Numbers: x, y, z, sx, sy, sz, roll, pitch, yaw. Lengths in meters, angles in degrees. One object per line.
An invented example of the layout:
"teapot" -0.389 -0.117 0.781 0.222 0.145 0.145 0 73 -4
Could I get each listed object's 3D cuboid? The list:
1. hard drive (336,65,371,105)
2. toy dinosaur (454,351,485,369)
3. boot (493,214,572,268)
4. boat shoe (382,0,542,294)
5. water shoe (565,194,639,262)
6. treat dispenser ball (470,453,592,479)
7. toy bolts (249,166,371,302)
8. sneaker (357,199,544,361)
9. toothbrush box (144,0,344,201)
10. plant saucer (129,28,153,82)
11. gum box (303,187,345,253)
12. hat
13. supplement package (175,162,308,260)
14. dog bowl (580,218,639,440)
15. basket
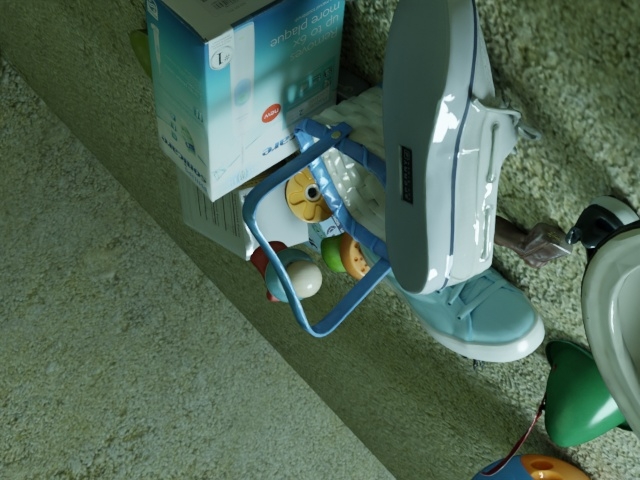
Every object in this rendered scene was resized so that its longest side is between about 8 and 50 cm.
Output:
"hard drive" 0.007 -0.194 1.671 0.254 0.054 0.172 31 157 47
"toy dinosaur" 0.228 0.132 1.862 0.118 0.064 0.268 42 162 48
"boot" 0.258 -0.009 1.455 0.106 0.037 0.114 35 168 0
"boat shoe" 0.166 -0.119 1.274 0.136 0.156 0.367 35 131 55
"water shoe" 0.337 0.044 1.282 0.203 0.080 0.073 54 165 -19
"treat dispenser ball" 0.364 0.510 1.980 0.288 0.288 0.288 44 165 16
"toy bolts" 0.000 0.000 1.868 0.218 0.228 0.158 61 163 -16
"sneaker" 0.162 0.039 1.662 0.366 0.135 0.150 35 163 39
"toothbrush box" -0.093 -0.223 1.459 0.126 0.216 0.295 45 153 24
"plant saucer" -0.272 -0.312 2.204 0.241 0.037 0.241 45 165 15
"gum box" -0.021 -0.042 2.157 0.184 0.041 0.157 29 155 50
"hat" 0.334 0.272 1.658 0.173 0.183 0.208 36 161 38
"supplement package" -0.145 -0.075 2.104 0.244 0.139 0.134 28 130 53
"dog bowl" 0.427 0.117 1.000 0.408 0.150 0.408 46 159 23
"basket" 0.050 -0.041 1.468 0.201 0.289 0.255 29 153 40
